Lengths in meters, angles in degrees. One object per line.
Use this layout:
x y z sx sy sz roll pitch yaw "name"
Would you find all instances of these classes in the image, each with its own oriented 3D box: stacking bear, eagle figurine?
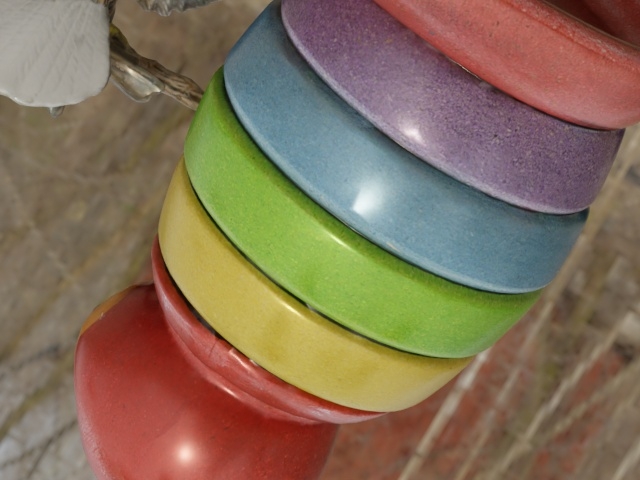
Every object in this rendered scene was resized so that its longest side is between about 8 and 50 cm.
0.000 0.000 0.677 0.164 0.289 0.175 38 -156 8 "stacking bear"
-0.111 -0.235 1.050 0.226 0.298 0.225 -4 -130 -47 "eagle figurine"
